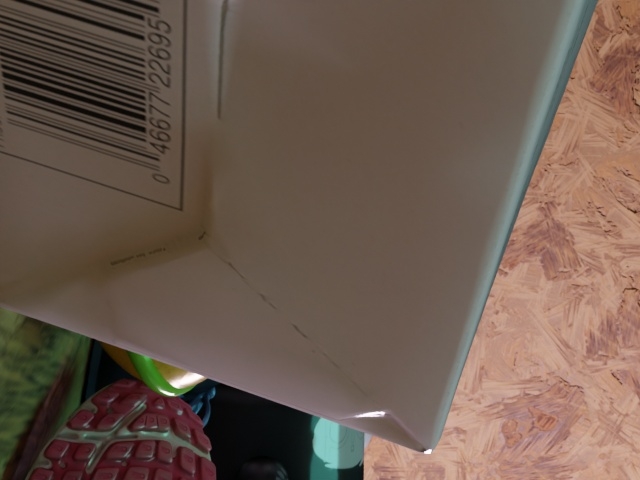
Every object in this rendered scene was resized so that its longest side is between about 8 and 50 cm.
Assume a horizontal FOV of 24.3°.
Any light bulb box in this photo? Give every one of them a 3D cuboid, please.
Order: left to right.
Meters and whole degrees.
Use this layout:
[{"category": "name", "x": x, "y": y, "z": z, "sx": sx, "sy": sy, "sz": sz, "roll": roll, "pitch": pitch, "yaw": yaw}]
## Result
[{"category": "light bulb box", "x": 0.023, "y": -0.171, "z": 0.621, "sx": 0.358, "sy": 0.225, "sz": 0.361, "roll": 99, "pitch": 12, "yaw": -54}]

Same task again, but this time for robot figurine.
[{"category": "robot figurine", "x": -0.055, "y": 0.182, "z": 1.129, "sx": 0.209, "sy": 0.174, "sz": 0.278, "roll": -8, "pitch": 101, "yaw": -59}]

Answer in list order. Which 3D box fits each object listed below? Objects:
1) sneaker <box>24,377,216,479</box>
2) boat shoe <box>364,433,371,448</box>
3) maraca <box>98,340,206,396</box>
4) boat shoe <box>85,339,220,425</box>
[{"category": "sneaker", "x": -0.158, "y": 0.224, "z": 0.890, "sx": 0.112, "sy": 0.121, "sz": 0.299, "roll": 2, "pitch": -109, "yaw": 66}, {"category": "boat shoe", "x": -0.004, "y": 0.054, "z": 1.225, "sx": 0.088, "sy": 0.096, "sz": 0.267, "roll": -40, "pitch": 117, "yaw": -45}, {"category": "maraca", "x": -0.085, "y": -0.008, "z": 0.810, "sx": 0.127, "sy": 0.099, "sz": 0.185, "roll": -25, "pitch": 111, "yaw": -73}, {"category": "boat shoe", "x": -0.095, "y": 0.073, "z": 0.957, "sx": 0.258, "sy": 0.089, "sz": 0.109, "roll": 103, "pitch": 10, "yaw": -47}]
